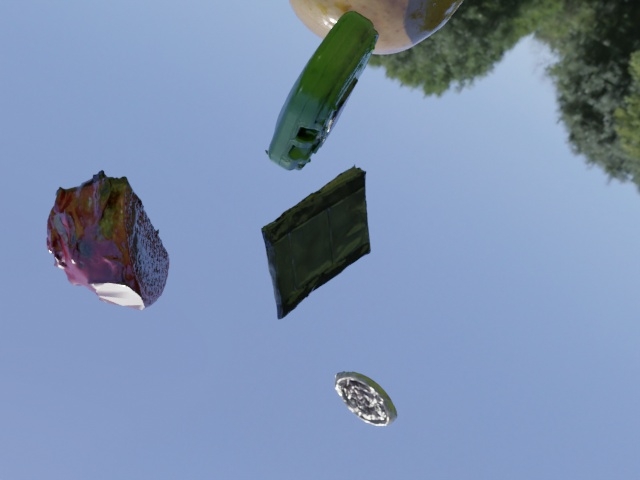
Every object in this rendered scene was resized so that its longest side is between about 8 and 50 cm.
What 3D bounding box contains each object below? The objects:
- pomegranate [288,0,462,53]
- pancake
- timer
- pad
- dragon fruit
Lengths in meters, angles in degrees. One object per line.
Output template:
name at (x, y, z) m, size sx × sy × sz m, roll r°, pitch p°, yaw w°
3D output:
pomegranate at (0.092, -0.410, 1.126) m, size 0.307 × 0.307 × 0.307 m, roll 23°, pitch -156°, yaw -11°
pancake at (0.085, 0.296, 1.417) m, size 0.139 × 0.139 × 0.022 m, roll 35°, pitch -125°, yaw 16°
timer at (0.002, -0.131, 0.688) m, size 0.047 × 0.140 × 0.128 m, roll 30°, pitch -123°, yaw -1°
pad at (-0.001, 0.000, 1.200) m, size 0.022 × 0.174 × 0.233 m, roll 21°, pitch -137°, yaw 37°
dragon fruit at (-0.318, 0.014, 1.141) m, size 0.163 × 0.261 × 0.189 m, roll -26°, pitch -121°, yaw -12°
